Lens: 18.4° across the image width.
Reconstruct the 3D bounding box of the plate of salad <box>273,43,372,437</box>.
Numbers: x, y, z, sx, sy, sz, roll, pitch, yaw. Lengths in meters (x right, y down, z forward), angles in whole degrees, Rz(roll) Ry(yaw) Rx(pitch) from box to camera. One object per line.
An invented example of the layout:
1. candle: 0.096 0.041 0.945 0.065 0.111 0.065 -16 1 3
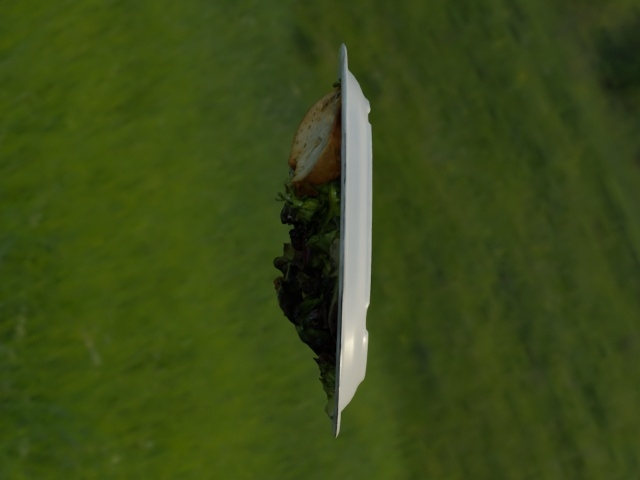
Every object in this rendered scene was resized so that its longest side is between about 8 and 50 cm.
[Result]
1. plate of salad: 0.000 0.000 1.002 0.200 0.048 0.200 -179 -90 -89
